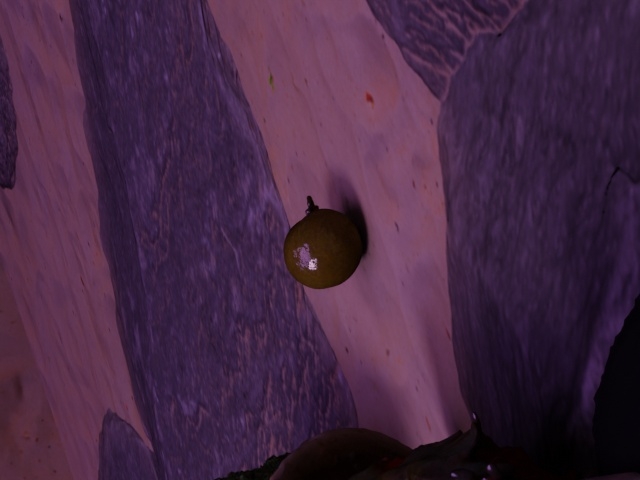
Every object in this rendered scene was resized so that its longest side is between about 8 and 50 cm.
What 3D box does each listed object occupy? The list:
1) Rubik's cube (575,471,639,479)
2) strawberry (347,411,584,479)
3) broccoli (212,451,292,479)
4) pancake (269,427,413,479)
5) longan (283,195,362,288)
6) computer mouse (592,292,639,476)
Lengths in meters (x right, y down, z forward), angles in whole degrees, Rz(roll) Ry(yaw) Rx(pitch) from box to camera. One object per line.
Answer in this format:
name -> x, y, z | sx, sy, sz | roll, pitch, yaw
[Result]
Rubik's cube -> 0.071, 0.345, 1.000 | 0.322, 0.319, 0.316 | 60, 159, 0
strawberry -> 0.115, 0.260, 1.282 | 0.280, 0.253, 0.150 | 50, -158, -1
broccoli -> -0.034, 0.360, 1.606 | 0.321, 0.310, 0.413 | 65, -167, 3
pancake -> 0.042, 0.281, 1.388 | 0.049, 0.282, 0.282 | -25, 80, 53
longan -> 0.000, 0.000, 1.555 | 0.075, 0.075, 0.083 | 136, 121, -68
computer mouse -> 0.217, 0.123, 0.992 | 0.323, 0.116, 0.183 | 96, 155, -46
